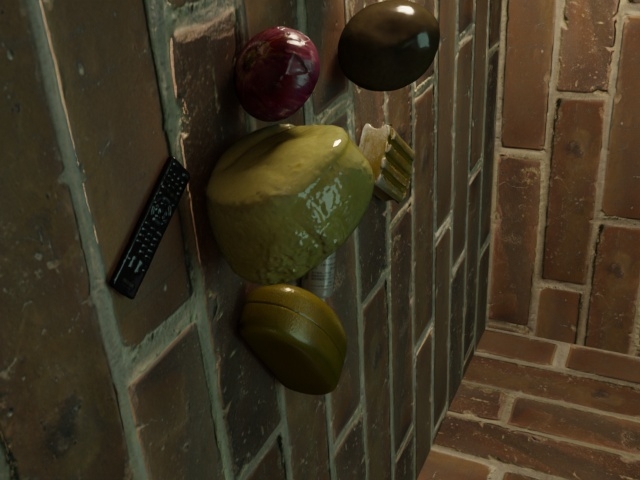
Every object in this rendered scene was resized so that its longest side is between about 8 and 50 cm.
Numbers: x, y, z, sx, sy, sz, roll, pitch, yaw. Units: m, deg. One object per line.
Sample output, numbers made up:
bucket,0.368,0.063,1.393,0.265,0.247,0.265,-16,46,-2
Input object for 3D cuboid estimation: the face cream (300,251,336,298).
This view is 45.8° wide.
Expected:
face cream,0.000,0.000,1.801,0.082,0.082,0.268,-19,116,-64

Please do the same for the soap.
soap,0.186,-0.212,2.141,0.274,0.089,0.173,25,74,-66

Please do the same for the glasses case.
glasses case,-0.042,0.216,1.668,0.371,0.173,0.141,62,39,-54

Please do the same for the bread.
bread,-0.055,-0.068,1.376,0.237,0.321,0.320,59,43,-33

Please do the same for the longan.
longan,0.165,-0.468,1.809,0.215,0.246,0.246,41,55,-27

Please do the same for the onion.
onion,-0.079,-0.302,1.391,0.153,0.177,0.177,51,48,-27

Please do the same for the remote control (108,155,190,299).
remote control,-0.275,-0.024,1.228,0.245,0.025,0.063,-69,153,-24
